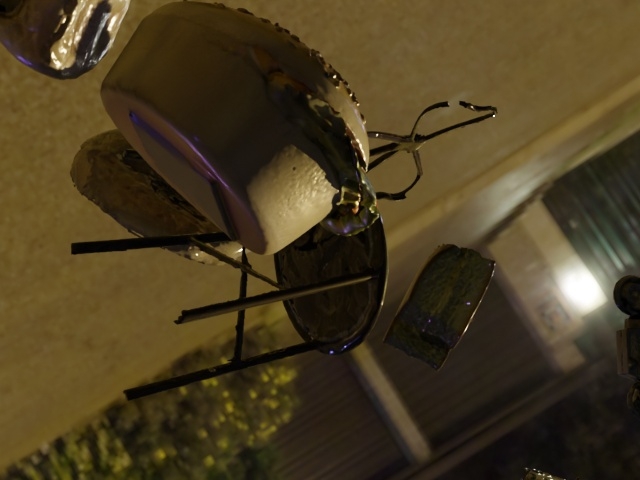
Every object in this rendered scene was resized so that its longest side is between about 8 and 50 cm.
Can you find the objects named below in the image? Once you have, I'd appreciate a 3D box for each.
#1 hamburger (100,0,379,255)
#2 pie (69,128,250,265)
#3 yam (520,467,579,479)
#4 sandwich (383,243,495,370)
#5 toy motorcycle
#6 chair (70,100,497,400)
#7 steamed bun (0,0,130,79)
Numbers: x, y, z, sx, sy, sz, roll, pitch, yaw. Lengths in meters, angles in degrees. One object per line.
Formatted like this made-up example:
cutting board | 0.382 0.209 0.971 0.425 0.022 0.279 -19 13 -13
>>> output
hamburger | -0.033 -0.053 0.576 0.081 0.141 0.126 -46 145 -12
pie | -0.163 -0.040 1.336 0.052 0.218 0.185 -58 -160 29
yam | 0.241 0.385 1.245 0.195 0.195 0.300 72 43 -80
sandwich | 0.146 0.103 1.647 0.088 0.090 0.244 -63 179 -38
toy motorcycle | 0.446 0.139 1.620 0.124 0.193 0.061 -3 170 -13
chair | 0.000 0.000 0.916 0.325 0.170 0.160 -7 153 -33
steamed bun | -0.301 -0.264 1.320 0.141 0.155 0.172 -60 175 6
